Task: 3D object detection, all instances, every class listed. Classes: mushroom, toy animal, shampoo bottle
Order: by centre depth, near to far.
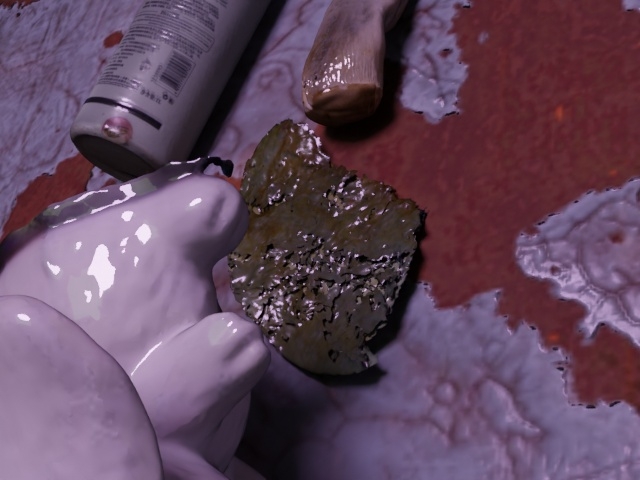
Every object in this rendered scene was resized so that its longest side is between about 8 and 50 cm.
[{"bbox_3d":[-0.101,0.113,0.511,0.174,0.249,0.289,-10,37,-9],"label":"toy animal"},{"bbox_3d":[0.036,-0.161,0.732,0.059,0.054,0.202,-1,55,30],"label":"mushroom"},{"bbox_3d":[-0.093,-0.167,0.803,0.085,0.085,0.262,8,65,40],"label":"shampoo bottle"}]

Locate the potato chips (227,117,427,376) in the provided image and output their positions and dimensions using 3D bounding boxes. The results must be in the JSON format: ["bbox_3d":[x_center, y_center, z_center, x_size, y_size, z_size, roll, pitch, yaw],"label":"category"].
[{"bbox_3d":[0.000,0.000,0.660,0.142,0.026,0.209,-21,50,21],"label":"potato chips"}]
